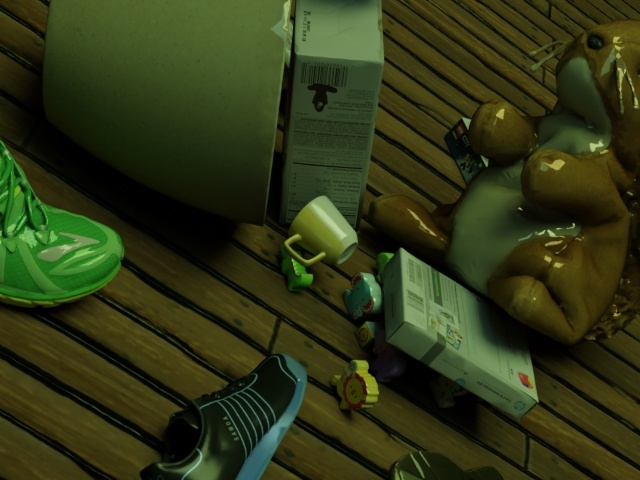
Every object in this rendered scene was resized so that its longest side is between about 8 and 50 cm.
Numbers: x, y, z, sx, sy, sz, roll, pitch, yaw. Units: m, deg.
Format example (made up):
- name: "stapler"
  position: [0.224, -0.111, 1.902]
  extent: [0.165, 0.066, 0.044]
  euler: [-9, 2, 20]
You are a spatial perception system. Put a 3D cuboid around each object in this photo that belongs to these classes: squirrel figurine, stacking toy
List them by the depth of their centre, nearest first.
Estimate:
- name: "stacking toy"
  position: [0.062, 0.093, 1.450]
  extent: [0.167, 0.052, 0.221]
  euler: [6, 48, -41]
- name: "squirrel figurine"
  position: [0.333, -0.071, 1.574]
  extent: [0.397, 0.370, 0.281]
  euler: [28, 5, -40]

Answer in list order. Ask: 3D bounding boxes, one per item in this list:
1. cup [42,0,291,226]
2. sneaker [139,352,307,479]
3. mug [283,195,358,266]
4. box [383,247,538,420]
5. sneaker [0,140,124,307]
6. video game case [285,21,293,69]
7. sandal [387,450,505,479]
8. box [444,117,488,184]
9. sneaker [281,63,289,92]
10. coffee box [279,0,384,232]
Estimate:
- name: "cup"
  position: [-0.156, -0.192, 1.351]
  extent: [0.237, 0.331, 0.331]
  euler: [7, 42, -4]
- name: "sneaker"
  position: [-0.086, 0.166, 1.201]
  extent: [0.090, 0.081, 0.232]
  euler: [44, 35, -11]
- name: "mug"
  position: [0.002, -0.001, 1.447]
  extent: [0.064, 0.078, 0.062]
  euler: [43, -4, 17]
- name: "box"
  position: [0.155, 0.103, 1.456]
  extent: [0.186, 0.038, 0.145]
  euler: [30, 29, -17]
- name: "sneaker"
  position: [-0.303, -0.030, 1.159]
  extent: [0.296, 0.123, 0.109]
  euler: [23, 39, -27]
- name: "video game case"
  position: [-0.019, -0.220, 1.667]
  extent: [0.166, 0.015, 0.119]
  euler: [55, 16, -9]
- name: "sandal"
  position: [0.131, 0.268, 1.336]
  extent: [0.219, 0.060, 0.090]
  euler: [14, 48, -55]
- name: "box"
  position: [0.284, -0.062, 1.837]
  extent: [0.159, 0.044, 0.233]
  euler: [8, 48, -39]
- name: "sneaker"
  position: [-0.116, -0.280, 1.642]
  extent: [0.237, 0.086, 0.085]
  euler: [43, 33, -2]
- name: "coffee box"
  position: [0.010, -0.147, 1.471]
  extent: [0.098, 0.246, 0.141]
  euler: [4, 44, -3]
